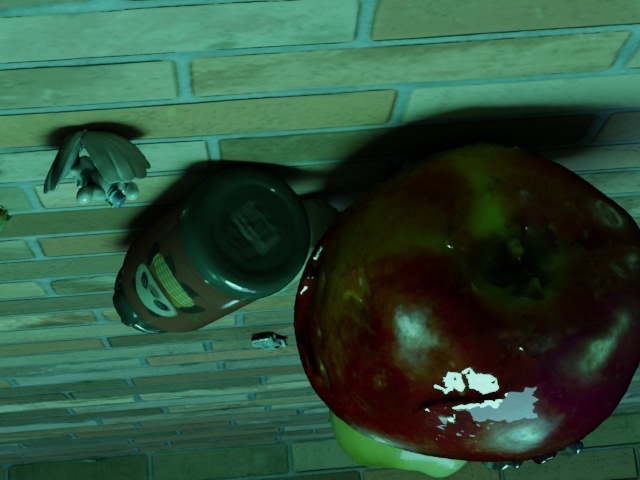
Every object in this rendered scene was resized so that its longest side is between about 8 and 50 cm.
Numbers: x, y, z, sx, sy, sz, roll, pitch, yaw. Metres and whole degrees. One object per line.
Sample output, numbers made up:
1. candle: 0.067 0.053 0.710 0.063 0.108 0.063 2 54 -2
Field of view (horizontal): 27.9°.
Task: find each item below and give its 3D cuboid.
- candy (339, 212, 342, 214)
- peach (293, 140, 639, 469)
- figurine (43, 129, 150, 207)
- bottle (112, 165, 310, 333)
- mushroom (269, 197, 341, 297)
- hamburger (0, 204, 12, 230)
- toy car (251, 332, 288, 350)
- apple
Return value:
1. candy: 0.000 0.000 1.608 0.062 0.038 0.122 5 162 -31
2. peach: 0.151 0.069 1.390 0.353 0.339 0.416 10 164 -5
3. figurine: -0.213 -0.063 1.232 0.086 0.094 0.082 27 116 -9
4. bottle: -0.141 0.030 1.482 0.144 0.144 0.336 3 163 -26
5. mushroom: -0.050 0.014 1.553 0.081 0.092 0.223 -10 171 -34
6. hamburger: -0.403 -0.005 1.312 0.185 0.131 0.159 -13 155 5
7. toy car: -0.087 0.179 2.242 0.041 0.025 0.093 -10 163 22
8. apple: 0.135 0.252 2.131 0.233 0.257 0.295 7 174 -12
